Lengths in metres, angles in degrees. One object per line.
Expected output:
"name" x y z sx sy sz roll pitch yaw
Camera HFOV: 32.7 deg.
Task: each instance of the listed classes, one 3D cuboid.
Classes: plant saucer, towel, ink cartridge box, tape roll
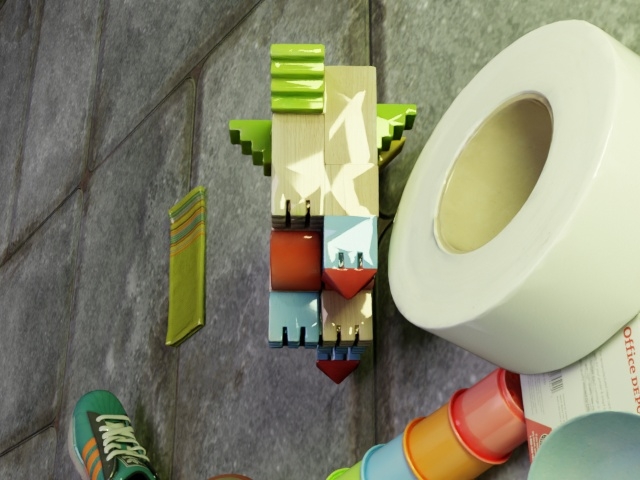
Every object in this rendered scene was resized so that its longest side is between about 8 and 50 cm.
"plant saucer" 0.235 0.209 0.776 0.195 0.037 0.195 17 114 45
"towel" -0.206 0.037 1.668 0.102 0.021 0.237 -39 45 47
"ink cartridge box" 0.226 0.126 0.855 0.135 0.056 0.099 -35 48 48
"tape roll" 0.177 -0.036 0.911 0.286 0.100 0.286 -48 27 34

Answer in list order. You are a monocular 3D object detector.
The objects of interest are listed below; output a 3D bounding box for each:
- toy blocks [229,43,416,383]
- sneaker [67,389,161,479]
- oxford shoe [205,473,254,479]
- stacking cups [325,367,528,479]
"toy blocks" 0.000 0.000 1.105 0.381 0.190 0.261 97 173 -75
"sneaker" -0.288 0.334 1.594 0.121 0.108 0.302 -50 46 35
"oxford shoe" -0.052 0.414 1.173 0.348 0.123 0.130 -119 25 -49
"stacking cups" 0.095 0.219 1.022 0.316 0.096 0.096 -41 43 37
